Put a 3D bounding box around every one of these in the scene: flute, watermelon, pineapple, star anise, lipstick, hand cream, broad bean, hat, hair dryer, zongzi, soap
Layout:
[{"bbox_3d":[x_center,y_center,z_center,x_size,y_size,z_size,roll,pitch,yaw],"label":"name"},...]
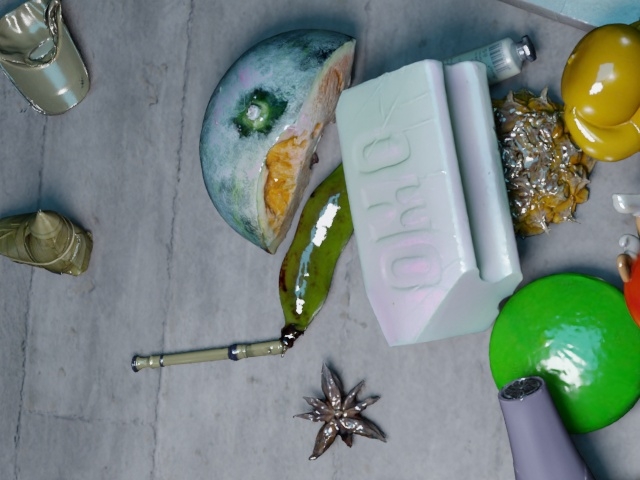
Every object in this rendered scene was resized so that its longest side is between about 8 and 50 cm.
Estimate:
[{"bbox_3d":[-0.161,0.165,1.824,0.233,0.027,0.027,-8,83,16],"label":"flute"},{"bbox_3d":[-0.094,-0.160,1.754,0.188,0.175,0.321,21,90,18],"label":"watermelon"},{"bbox_3d":[0.260,-0.106,1.690,0.225,0.076,0.224,-1,87,17],"label":"pineapple"},{"bbox_3d":[0.021,0.226,1.742,0.124,0.056,0.129,-14,84,4],"label":"star anise"},{"bbox_3d":[0.282,-0.345,1.708,0.317,0.066,0.068,24,93,18],"label":"lipstick"},{"bbox_3d":[0.181,-0.220,1.743,0.234,0.050,0.080,-19,80,23],"label":"hand cream"},{"bbox_3d":[0.000,0.000,1.769,0.077,0.061,0.339,22,93,11],"label":"broad bean"},{"bbox_3d":[-0.423,-0.275,1.934,0.147,0.085,0.175,-28,100,2],"label":"hat"},{"bbox_3d":[0.408,0.271,1.582,0.361,0.121,0.301,-20,104,-1],"label":"hair dryer"},{"bbox_3d":[-0.442,-0.020,1.852,0.189,0.178,0.081,11,71,19],"label":"zongzi"},{"bbox_3d":[0.138,-0.043,1.657,0.208,0.115,0.346,-14,85,52],"label":"soap"}]

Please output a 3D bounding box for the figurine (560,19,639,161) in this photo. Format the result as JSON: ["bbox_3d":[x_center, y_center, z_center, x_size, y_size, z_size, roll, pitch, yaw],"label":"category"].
[{"bbox_3d":[0.417,-0.177,1.582,0.228,0.215,0.215,23,92,16],"label":"figurine"}]

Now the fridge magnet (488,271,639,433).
[{"bbox_3d":[0.321,0.145,1.639,0.208,0.088,0.208,-2,84,17],"label":"fridge magnet"}]

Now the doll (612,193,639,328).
[{"bbox_3d":[0.442,0.047,1.588,0.183,0.085,0.217,4,71,-21],"label":"doll"}]
